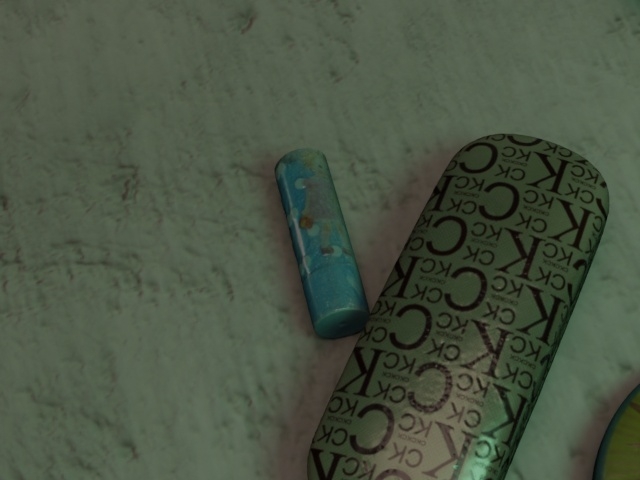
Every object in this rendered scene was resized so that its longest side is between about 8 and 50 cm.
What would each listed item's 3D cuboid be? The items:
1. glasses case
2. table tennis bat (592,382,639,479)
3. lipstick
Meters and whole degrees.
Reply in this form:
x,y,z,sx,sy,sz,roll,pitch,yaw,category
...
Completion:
x,y,z,sx,sy,sz,roll,pitch,yaw,category
0.108,0.069,0.942,0.137,0.085,0.354,20,63,18,glasses case
0.288,0.221,0.861,0.215,0.044,0.329,15,61,8,table tennis bat
0.000,0.000,1.015,0.048,0.048,0.158,-14,59,-2,lipstick
